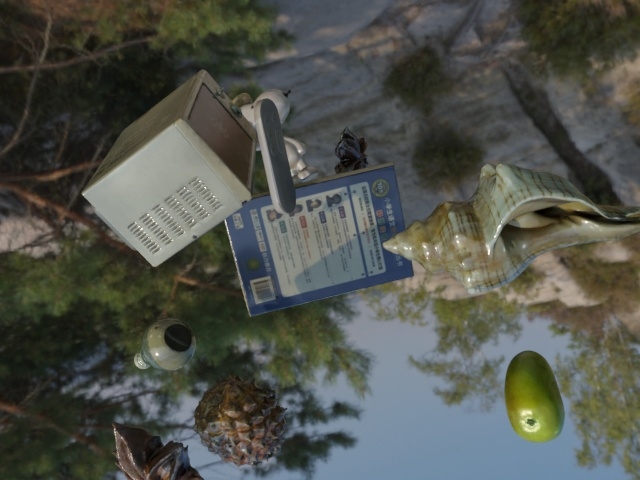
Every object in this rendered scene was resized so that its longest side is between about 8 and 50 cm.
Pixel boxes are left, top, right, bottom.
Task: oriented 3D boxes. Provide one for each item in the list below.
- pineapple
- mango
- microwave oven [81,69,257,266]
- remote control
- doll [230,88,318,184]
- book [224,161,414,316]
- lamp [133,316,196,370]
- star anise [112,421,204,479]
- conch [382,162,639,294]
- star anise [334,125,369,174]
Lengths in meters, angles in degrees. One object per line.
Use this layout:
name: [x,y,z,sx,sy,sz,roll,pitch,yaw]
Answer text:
pineapple: [-0.139,0.352,1.244,0.166,0.193,0.166,-31,-150,20]
mango: [0.350,0.256,1.085,0.089,0.163,0.117,-27,131,26]
microwave oven: [-0.193,-0.100,0.885,0.194,0.145,0.240,-36,-155,15]
remote control: [-0.095,-0.176,1.374,0.022,0.245,0.077,-5,-166,29]
doll: [-0.137,-0.242,1.622,0.208,0.272,0.144,-18,-178,23]
book: [0.000,0.000,1.587,0.427,0.300,0.039,-13,-162,-3]
lamp: [-0.284,0.193,1.140,0.091,0.091,0.163,-8,162,-43]
star anise: [-0.320,0.501,1.366,0.292,0.350,0.109,-3,-148,47]
conch: [0.283,-0.037,0.962,0.386,0.170,0.203,-22,149,2]
star anise: [0.090,-0.212,1.843,0.073,0.197,0.212,-1,175,22]
